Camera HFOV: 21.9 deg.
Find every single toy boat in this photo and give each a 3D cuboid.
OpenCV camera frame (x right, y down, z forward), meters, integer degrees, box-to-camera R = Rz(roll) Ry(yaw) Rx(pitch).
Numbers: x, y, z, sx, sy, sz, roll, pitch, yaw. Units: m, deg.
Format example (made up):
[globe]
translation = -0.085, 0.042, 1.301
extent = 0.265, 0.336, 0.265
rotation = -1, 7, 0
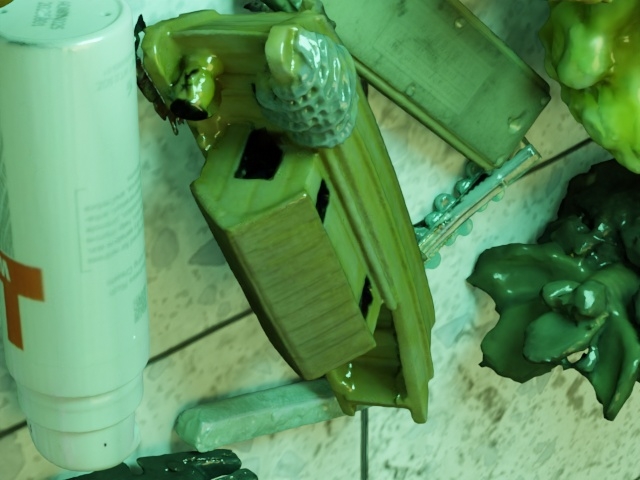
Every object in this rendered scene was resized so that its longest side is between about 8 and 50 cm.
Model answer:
[toy boat]
translation = 0.000, 0.000, 1.190
extent = 0.445, 0.136, 0.162
rotation = 64, 34, -51

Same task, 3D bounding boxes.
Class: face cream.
[face cream]
translation = -0.164, 0.006, 1.085
extent = 0.102, 0.102, 0.345
rotation = -22, 129, -34

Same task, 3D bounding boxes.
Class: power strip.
[power strip]
translation = 0.057, -0.157, 1.230
extent = 0.092, 0.066, 0.387
rotation = -56, 143, 2

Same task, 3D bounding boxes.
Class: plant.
[plant]
translation = 0.294, 0.036, 1.472
extent = 0.312, 0.215, 0.213
rotation = -12, 116, -34

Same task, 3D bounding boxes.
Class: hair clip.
[hair clip]
translation = 0.118, -0.022, 1.394
extent = 0.173, 0.049, 0.049
rotation = -43, 139, -7

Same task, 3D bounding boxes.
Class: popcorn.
[popcorn]
translation = 0.333, -0.202, 1.303
extent = 0.335, 0.279, 0.274
rotation = -41, -176, 9

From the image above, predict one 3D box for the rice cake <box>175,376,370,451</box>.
[rice cake]
translation = -0.030, 0.138, 1.359
extent = 0.208, 0.033, 0.033
rotation = -9, 122, -42

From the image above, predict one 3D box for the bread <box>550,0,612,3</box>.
[bread]
translation = 0.154, -0.332, 1.115
extent = 0.194, 0.179, 0.340
rotation = -27, 129, -26

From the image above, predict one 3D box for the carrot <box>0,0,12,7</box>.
[carrot]
translation = -0.249, -0.163, 0.902
extent = 0.193, 0.087, 0.087
rotation = -5, 119, -41

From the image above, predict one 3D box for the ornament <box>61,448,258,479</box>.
[ornament]
translation = -0.154, 0.289, 1.299
extent = 0.202, 0.080, 0.236
rotation = -9, 124, -37
